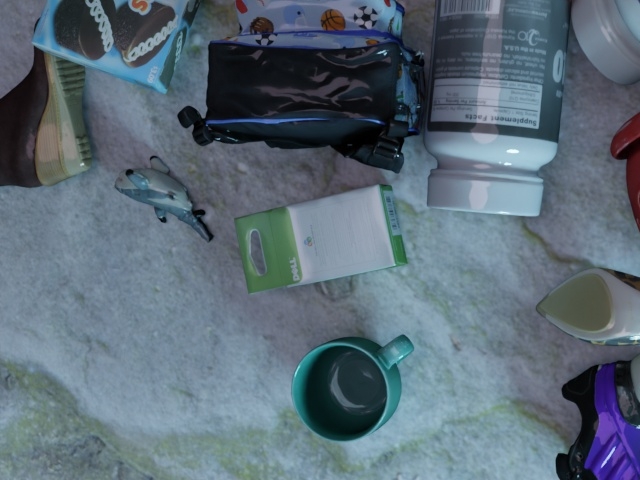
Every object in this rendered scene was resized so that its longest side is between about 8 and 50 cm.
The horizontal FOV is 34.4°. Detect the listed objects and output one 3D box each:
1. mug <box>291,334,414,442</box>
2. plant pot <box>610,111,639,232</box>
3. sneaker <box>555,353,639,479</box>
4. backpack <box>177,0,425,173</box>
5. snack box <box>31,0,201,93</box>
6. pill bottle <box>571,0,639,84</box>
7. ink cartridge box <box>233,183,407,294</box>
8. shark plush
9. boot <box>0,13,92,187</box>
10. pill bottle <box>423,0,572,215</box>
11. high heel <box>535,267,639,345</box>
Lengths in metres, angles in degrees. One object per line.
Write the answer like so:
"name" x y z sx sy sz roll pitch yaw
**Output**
"mug" 0.052 0.188 1.331 0.158 0.097 0.129 -5 89 19
"plant pot" 0.427 -0.077 1.144 0.191 0.191 0.174 -28 79 18
"sneaker" 0.360 0.289 1.229 0.146 0.102 0.293 -15 81 23
"backpack" 0.007 -0.192 1.255 0.277 0.263 0.213 8 88 17
"snack box" -0.244 -0.381 1.402 0.187 0.060 0.321 20 88 6
"pill bottle" 0.424 -0.291 1.108 0.302 0.169 0.169 -31 80 46
"ink cartridge box" 0.000 0.000 1.364 0.209 0.062 0.108 -13 87 20
"shark plush" -0.215 -0.055 1.462 0.161 0.073 0.067 31 122 -4
"boot" -0.446 -0.197 1.504 0.207 0.090 0.248 -7 92 18
"pill bottle" 0.208 -0.175 1.235 0.161 0.161 0.283 6 93 19
"high heel" 0.403 0.095 1.228 0.261 0.186 0.093 -8 68 53
